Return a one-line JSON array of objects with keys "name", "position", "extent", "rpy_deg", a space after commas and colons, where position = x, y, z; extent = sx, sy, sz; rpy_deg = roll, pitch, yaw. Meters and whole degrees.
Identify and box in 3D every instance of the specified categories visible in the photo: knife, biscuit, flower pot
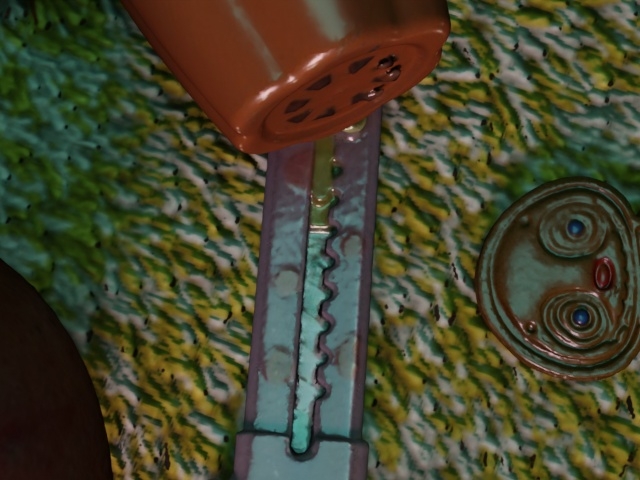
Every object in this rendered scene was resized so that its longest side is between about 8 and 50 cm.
[{"name": "knife", "position": [0.000, 0.000, 0.605], "extent": [0.132, 0.038, 0.399], "rpy_deg": [4, 79, 3]}, {"name": "biscuit", "position": [0.180, 0.021, 0.610], "extent": [0.175, 0.026, 0.124], "rpy_deg": [-2, 79, -2]}, {"name": "flower pot", "position": [-0.026, -0.149, 0.538], "extent": [0.190, 0.190, 0.173], "rpy_deg": [-23, 79, -6]}]

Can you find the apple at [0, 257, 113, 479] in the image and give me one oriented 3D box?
[{"name": "apple", "position": [-0.262, 0.120, 0.471], "extent": [0.344, 0.269, 0.345], "rpy_deg": [0, 98, 2]}]
